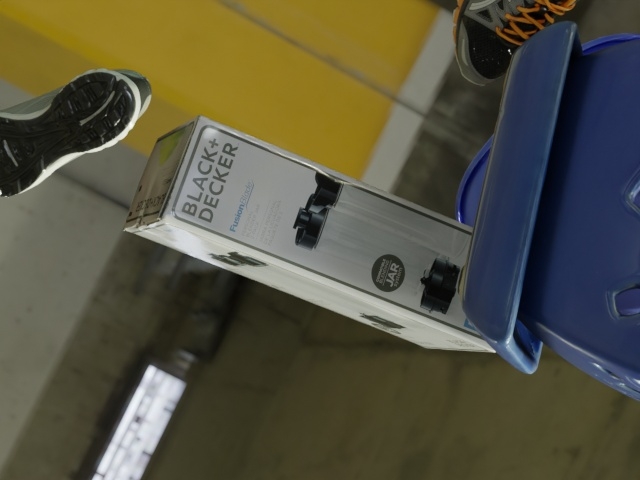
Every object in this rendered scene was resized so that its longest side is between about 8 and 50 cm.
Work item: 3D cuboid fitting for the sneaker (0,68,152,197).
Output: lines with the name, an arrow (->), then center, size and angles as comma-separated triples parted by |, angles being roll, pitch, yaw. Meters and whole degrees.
sneaker -> -0.310, -0.124, 1.798 | 0.272, 0.100, 0.108 | -19, -171, 22

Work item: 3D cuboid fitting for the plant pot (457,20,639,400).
plant pot -> 0.214, -0.009, 0.990 | 0.236, 0.212, 0.236 | 35, 67, -74

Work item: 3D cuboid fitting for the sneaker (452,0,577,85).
sneaker -> 0.194, -0.228, 1.416 | 0.215, 0.084, 0.083 | -60, -143, 26

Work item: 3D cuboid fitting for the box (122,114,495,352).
box -> 0.000, 0.000, 1.258 | 0.169, 0.290, 0.087 | 169, -59, -74

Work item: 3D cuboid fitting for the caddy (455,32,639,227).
caddy -> 0.317, -0.086, 1.866 | 0.341, 0.241, 0.179 | -52, -138, 20
